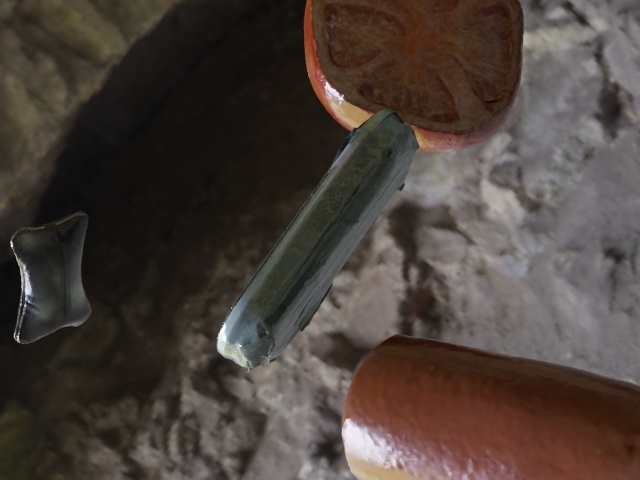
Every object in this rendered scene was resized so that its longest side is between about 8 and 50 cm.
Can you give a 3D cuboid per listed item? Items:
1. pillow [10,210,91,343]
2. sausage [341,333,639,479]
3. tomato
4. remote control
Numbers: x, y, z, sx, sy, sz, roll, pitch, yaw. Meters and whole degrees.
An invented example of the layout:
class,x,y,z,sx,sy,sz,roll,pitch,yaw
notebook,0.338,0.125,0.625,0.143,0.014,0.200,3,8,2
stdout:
class,x,y,z,sx,sy,sz,roll,pitch,yaw
pillow,-0.279,0.040,1.304,0.055,0.091,0.135,-127,39,-55
sausage,0.140,0.134,0.804,0.259,0.113,0.113,9,63,35
tomato,0.092,-0.182,1.236,0.095,0.237,0.236,106,-173,-64
remote control,0.000,0.000,1.031,0.247,0.052,0.104,-55,-12,-5
